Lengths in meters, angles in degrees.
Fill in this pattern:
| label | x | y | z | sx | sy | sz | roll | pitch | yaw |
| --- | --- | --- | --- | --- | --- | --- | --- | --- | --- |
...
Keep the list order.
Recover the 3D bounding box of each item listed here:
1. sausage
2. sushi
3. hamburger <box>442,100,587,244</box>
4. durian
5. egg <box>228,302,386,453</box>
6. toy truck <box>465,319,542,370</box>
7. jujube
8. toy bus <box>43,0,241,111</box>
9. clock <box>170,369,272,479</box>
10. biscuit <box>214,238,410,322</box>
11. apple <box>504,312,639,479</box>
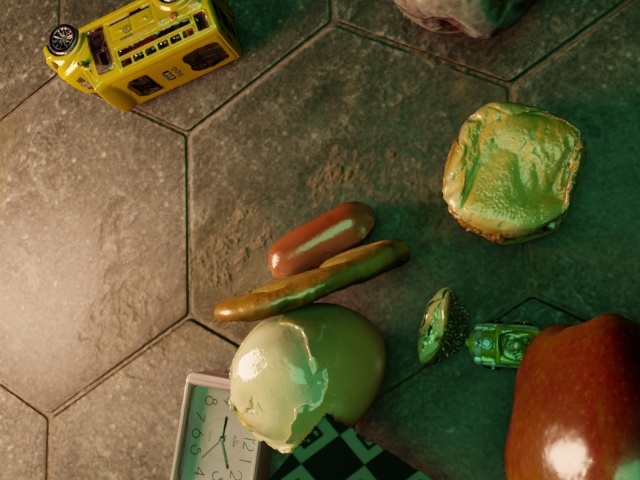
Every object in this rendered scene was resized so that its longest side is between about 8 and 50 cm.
| label | x | y | z | sx | sy | sz | roll | pitch | yaw |
| --- | --- | --- | --- | --- | --- | --- | --- | --- | --- |
| sausage | 0.000 | 0.000 | 1.009 | 0.194 | 0.077 | 0.077 | -29 | 75 | 11 |
| sushi | 0.007 | 0.424 | 0.891 | 0.320 | 0.069 | 0.339 | 37 | 95 | -22 |
| hamburger | 0.280 | -0.098 | 0.924 | 0.213 | 0.108 | 0.214 | -2 | 82 | 15 |
| durian | 0.192 | 0.136 | 0.958 | 0.066 | 0.052 | 0.130 | 11 | 79 | 56 |
| egg | -0.010 | 0.189 | 0.908 | 0.201 | 0.244 | 0.201 | 28 | 127 | 44 |
| toy truck | 0.267 | 0.153 | 0.904 | 0.111 | 0.077 | 0.076 | 1 | 81 | 16 |
| jujube | 0.248 | -0.460 | 0.922 | 0.215 | 0.246 | 0.308 | 34 | 107 | 60 |
| toy bus | -0.318 | -0.341 | 1.118 | 0.331 | 0.145 | 0.151 | -22 | 77 | 11 |
| clock | -0.155 | 0.319 | 1.008 | 0.150 | 0.063 | 0.197 | 7 | 83 | 16 |
| biscuit | -0.008 | 0.060 | 0.913 | 0.299 | 0.154 | 0.045 | -20 | 94 | -17 |
| apple | 0.367 | 0.251 | 0.744 | 0.288 | 0.288 | 0.317 | 0 | 56 | 16 |
